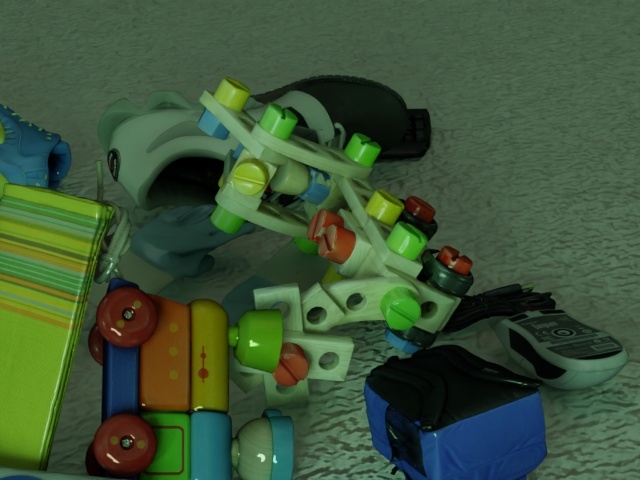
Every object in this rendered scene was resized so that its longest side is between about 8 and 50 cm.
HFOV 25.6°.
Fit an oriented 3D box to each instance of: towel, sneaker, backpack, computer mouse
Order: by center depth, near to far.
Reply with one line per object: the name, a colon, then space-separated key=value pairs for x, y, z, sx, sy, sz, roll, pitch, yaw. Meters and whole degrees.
backpack: x=0.084 y=0.130 z=0.968 sx=0.098 sy=0.101 sz=0.120 roll=-12 pitch=22 yaw=-24
towel: x=-0.208 y=0.081 z=0.974 sx=0.102 sy=0.237 sz=0.021 roll=13 pitch=0 yaw=37
computer mouse: x=0.176 y=0.083 z=1.139 sx=0.106 sy=0.042 sz=0.193 roll=-7 pitch=19 yaw=-20
sneaker: x=-0.053 y=-0.081 z=1.457 sx=0.330 sy=0.122 sz=0.146 roll=-9 pitch=43 yaw=-15
sneaker: x=-0.340 y=-0.097 z=1.550 sx=0.126 sy=0.091 sz=0.240 roll=5 pitch=30 yaw=-13

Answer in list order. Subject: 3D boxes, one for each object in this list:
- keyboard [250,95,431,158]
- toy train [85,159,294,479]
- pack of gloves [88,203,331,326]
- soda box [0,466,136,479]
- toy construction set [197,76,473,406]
keyboard: x=-0.031 y=-0.138 z=1.655 sx=0.317 sy=0.033 sz=0.201 roll=-1 pitch=24 yaw=2
toy train: x=-0.091 y=0.062 z=1.005 sx=0.143 sy=0.248 sz=0.105 roll=3 pitch=-16 yaw=-13
pack of gloves: x=-0.096 y=0.047 z=1.263 sx=0.195 sy=0.046 sz=0.232 roll=25 pitch=33 yaw=21
soda box: x=-0.223 y=0.190 z=0.900 sx=0.216 sy=0.074 sz=0.069 roll=3 pitch=25 yaw=13
toy construction set: x=0.000 y=0.000 z=1.178 sx=0.215 sy=0.151 sz=0.328 roll=24 pitch=33 yaw=-23
